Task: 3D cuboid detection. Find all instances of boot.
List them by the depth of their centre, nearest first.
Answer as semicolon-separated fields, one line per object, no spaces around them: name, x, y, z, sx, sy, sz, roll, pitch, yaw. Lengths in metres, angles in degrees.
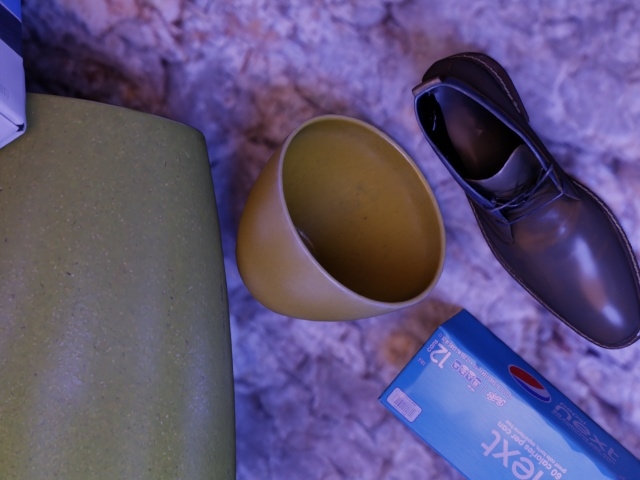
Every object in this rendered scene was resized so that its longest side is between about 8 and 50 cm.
boot;0.124;-0.018;1.207;0.082;0.106;0.219;-37;85;18

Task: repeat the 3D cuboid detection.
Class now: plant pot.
plant pot;-0.165;0.062;1.247;0.275;0.275;0.293;9;85;16
plant pot;0.000;0.000;1.248;0.095;0.134;0.134;-35;85;43

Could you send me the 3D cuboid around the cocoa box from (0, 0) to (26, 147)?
cocoa box;-0.389;-0.121;1.237;0.347;0.228;0.231;-32;132;21

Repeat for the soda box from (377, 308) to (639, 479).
soda box;0.142;0.140;1.240;0.210;0.071;0.067;42;107;8
